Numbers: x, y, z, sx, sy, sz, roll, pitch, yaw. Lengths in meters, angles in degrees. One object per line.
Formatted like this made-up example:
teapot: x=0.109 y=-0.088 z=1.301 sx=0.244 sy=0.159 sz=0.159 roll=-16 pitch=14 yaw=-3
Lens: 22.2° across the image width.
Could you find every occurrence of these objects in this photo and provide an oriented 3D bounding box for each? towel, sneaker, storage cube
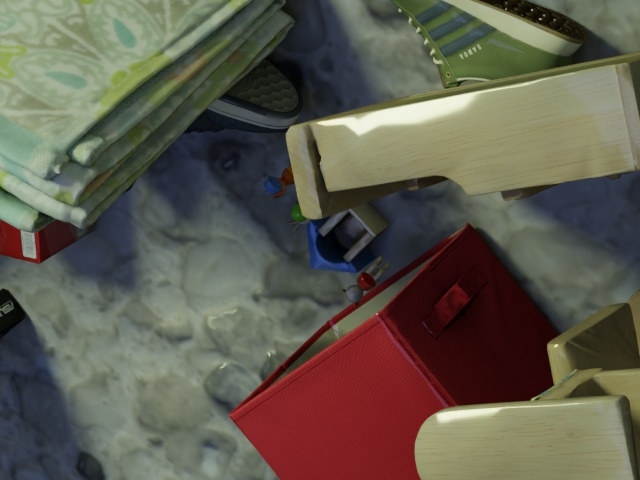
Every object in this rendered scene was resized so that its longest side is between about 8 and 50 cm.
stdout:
towel: x=-0.247 y=-0.191 z=1.287 sx=0.374 sy=0.320 sz=0.090 roll=33 pitch=141 yaw=13
sneaker: x=-0.128 y=-0.098 z=1.407 sx=0.226 sy=0.086 sz=0.163 roll=20 pitch=129 yaw=13
sneaker: x=0.102 y=-0.157 z=1.251 sx=0.192 sy=0.064 sz=0.086 roll=26 pitch=118 yaw=14
storage cube: x=0.082 y=0.137 z=1.327 sx=0.215 sy=0.184 sz=0.193 roll=-38 pitch=92 yaw=36

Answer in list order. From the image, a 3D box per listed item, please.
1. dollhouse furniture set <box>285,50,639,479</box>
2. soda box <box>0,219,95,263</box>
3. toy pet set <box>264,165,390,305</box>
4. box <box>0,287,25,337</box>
dollhouse furniture set: x=0.162 y=0.082 z=1.148 sx=0.256 sy=0.362 sz=0.394 roll=-8 pitch=98 yaw=34
soda box: x=-0.268 y=-0.119 z=1.470 sx=0.083 sy=0.092 sz=0.263 roll=13 pitch=118 yaw=26
toy pet set: x=0.000 y=0.000 z=1.355 sx=0.122 sy=0.114 sz=0.065 roll=47 pitch=117 yaw=4
box: x=-0.407 y=0.137 z=1.613 sx=0.191 sy=0.184 sz=0.045 roll=-37 pitch=92 yaw=36
